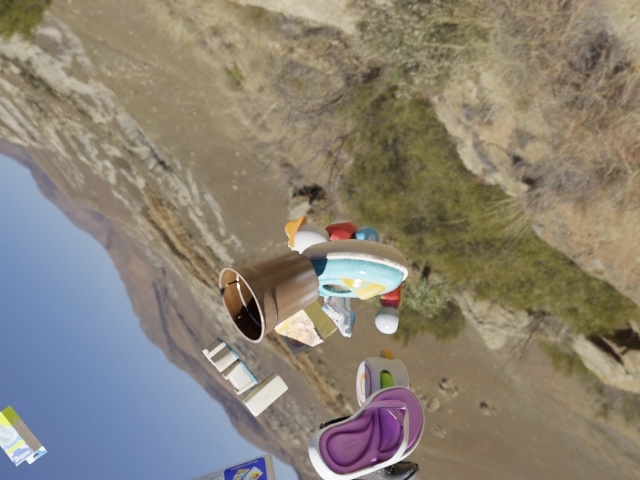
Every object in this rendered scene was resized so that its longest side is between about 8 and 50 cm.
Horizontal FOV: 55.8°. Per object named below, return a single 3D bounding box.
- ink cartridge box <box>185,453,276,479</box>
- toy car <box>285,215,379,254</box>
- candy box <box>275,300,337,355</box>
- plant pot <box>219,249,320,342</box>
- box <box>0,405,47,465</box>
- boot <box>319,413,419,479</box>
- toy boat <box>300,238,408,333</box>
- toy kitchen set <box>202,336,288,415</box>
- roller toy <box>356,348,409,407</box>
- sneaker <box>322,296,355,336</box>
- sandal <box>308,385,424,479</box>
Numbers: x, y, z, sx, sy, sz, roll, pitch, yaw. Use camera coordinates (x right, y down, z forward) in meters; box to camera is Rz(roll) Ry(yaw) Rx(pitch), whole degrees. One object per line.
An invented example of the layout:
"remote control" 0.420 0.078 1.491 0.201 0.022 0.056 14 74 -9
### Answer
"ink cartridge box" -0.266 0.841 1.825 0.072 0.304 0.307 55 -162 -52
"toy car" 0.000 0.000 1.722 0.219 0.210 0.238 0 149 49
"candy box" -0.109 0.225 2.079 0.316 0.087 0.183 53 133 -1
"plant pot" -0.101 0.106 1.280 0.167 0.165 0.166 34 136 42
"box" -0.915 0.594 1.816 0.178 0.109 0.042 53 -153 -2
"boot" 0.143 0.623 1.805 0.091 0.263 0.228 -48 -59 -65
"toy boat" 0.108 0.110 1.434 0.268 0.148 0.318 -6 152 35
"toy kitchen set" -0.221 0.371 1.752 0.207 0.122 0.166 56 163 -14
"roller toy" 0.216 0.494 2.067 0.209 0.146 0.191 -114 32 -60
"sneaker" 0.047 0.210 1.723 0.083 0.071 0.190 12 -160 -13
"sandal" 0.147 0.456 1.445 0.102 0.416 0.169 -46 71 37
